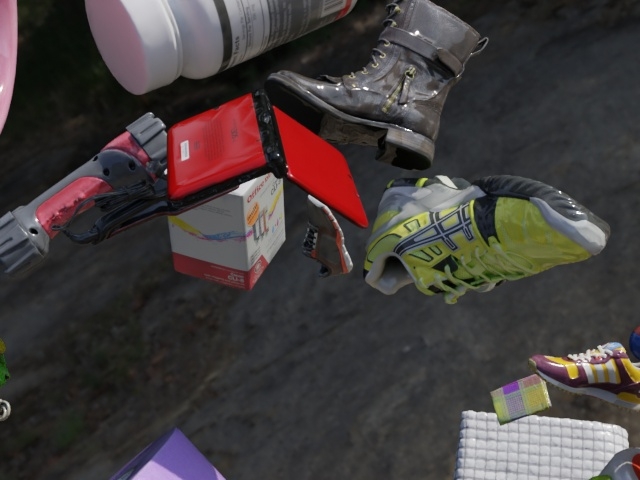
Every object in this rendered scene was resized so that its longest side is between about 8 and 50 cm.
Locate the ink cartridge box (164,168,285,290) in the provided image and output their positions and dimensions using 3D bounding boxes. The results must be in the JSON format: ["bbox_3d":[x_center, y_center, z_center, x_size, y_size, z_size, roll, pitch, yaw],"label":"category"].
[{"bbox_3d":[-0.133,-0.046,1.692,0.127,0.176,0.128,15,43,19],"label":"ink cartridge box"}]

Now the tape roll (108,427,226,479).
[{"bbox_3d":[-0.182,0.269,0.919,0.275,0.090,0.275,-42,2,2],"label":"tape roll"}]

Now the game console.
[{"bbox_3d":[-0.044,-0.048,0.898,0.124,0.085,0.144,-22,26,3],"label":"game console"}]

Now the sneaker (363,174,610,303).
[{"bbox_3d":[0.197,0.011,1.476,0.384,0.145,0.147,-1,61,58],"label":"sneaker"}]

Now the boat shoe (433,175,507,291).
[{"bbox_3d":[0.269,-0.015,1.954,0.113,0.127,0.340,1,18,-11],"label":"boat shoe"}]

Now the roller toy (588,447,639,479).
[{"bbox_3d":[0.449,0.396,1.635,0.146,0.209,0.191,-59,-17,22],"label":"roller toy"}]

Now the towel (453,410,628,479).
[{"bbox_3d":[0.352,0.412,1.934,0.283,0.121,0.235,3,62,8],"label":"towel"}]

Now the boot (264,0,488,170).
[{"bbox_3d":[0.075,-0.231,1.573,0.091,0.262,0.229,143,148,-67],"label":"boot"}]

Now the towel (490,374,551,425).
[{"bbox_3d":[0.291,0.231,1.739,0.083,0.009,0.060,-23,52,16],"label":"towel"}]

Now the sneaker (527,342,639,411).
[{"bbox_3d":[0.376,0.172,1.663,0.069,0.185,0.084,-132,62,-69],"label":"sneaker"}]

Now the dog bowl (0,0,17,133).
[{"bbox_3d":[-0.397,-0.236,1.096,0.150,0.408,0.408,-1,20,3],"label":"dog bowl"}]

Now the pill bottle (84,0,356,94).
[{"bbox_3d":[-0.110,-0.279,1.351,0.283,0.161,0.161,-28,14,-25],"label":"pill bottle"}]

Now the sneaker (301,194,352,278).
[{"bbox_3d":[0.000,0.000,1.841,0.064,0.158,0.061,-25,34,-6],"label":"sneaker"}]

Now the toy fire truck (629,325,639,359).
[{"bbox_3d":[0.510,0.199,1.497,0.169,0.253,0.302,-54,13,19],"label":"toy fire truck"}]

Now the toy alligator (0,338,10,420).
[{"bbox_3d":[-0.379,0.143,1.375,0.056,0.051,0.190,-43,53,7],"label":"toy alligator"}]

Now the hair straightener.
[{"bbox_3d":[-0.203,-0.061,1.385,0.230,0.089,0.047,-21,48,-18],"label":"hair straightener"}]

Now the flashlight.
[{"bbox_3d":[-0.335,-0.058,1.714,0.304,0.103,0.103,-38,6,-10],"label":"flashlight"}]
